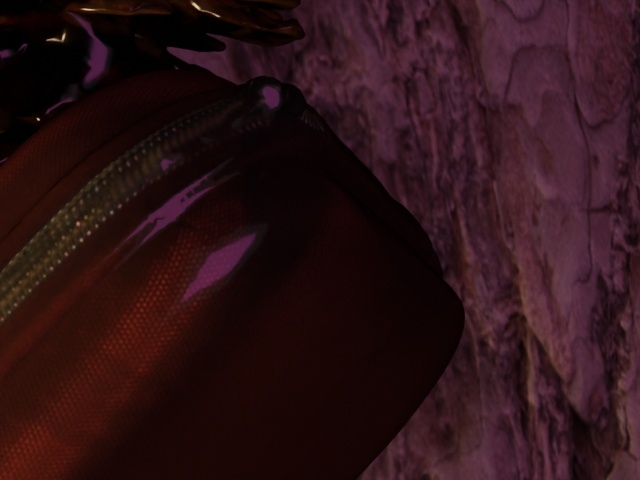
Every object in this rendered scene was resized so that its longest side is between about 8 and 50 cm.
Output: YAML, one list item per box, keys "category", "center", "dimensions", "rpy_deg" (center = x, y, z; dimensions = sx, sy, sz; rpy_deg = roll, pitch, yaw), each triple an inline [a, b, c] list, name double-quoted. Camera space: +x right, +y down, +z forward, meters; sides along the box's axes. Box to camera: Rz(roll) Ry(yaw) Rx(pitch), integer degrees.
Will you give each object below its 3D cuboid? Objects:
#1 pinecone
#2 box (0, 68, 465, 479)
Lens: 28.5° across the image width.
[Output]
- category: "pinecone"
  center: [-0.126, -0.082, 0.662]
  dimensions: [0.246, 0.246, 0.292]
  rpy_deg: [-3, 97, -42]
- category: "box"
  center: [-0.059, 0.069, 0.586]
  dimensions: [0.263, 0.108, 0.404]
  rpy_deg: [-47, 160, 1]
